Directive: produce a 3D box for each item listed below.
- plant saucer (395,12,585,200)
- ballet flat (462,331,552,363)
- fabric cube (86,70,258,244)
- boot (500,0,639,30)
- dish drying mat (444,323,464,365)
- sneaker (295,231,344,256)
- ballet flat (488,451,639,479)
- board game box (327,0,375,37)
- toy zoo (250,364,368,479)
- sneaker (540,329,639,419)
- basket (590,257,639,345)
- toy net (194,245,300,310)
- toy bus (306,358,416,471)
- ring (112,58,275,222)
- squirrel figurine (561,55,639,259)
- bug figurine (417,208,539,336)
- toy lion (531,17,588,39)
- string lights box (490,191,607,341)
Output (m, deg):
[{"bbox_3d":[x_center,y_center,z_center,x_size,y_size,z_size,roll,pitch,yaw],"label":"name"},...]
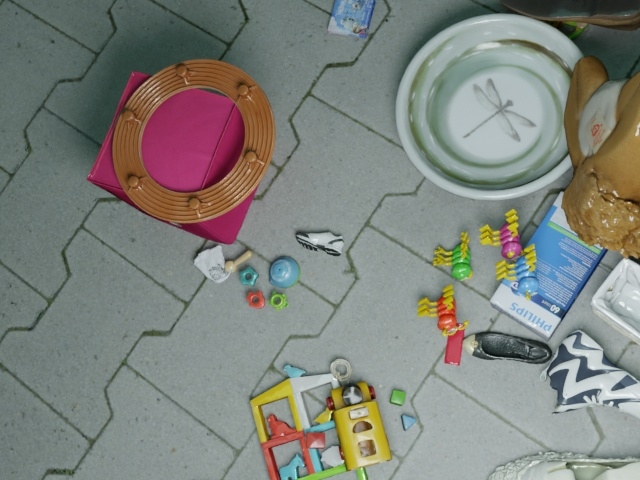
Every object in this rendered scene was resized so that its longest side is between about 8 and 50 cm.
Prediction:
[{"bbox_3d":[0.357,-0.263,1.716,0.401,0.100,0.400,-3,76,13],"label":"plant saucer"},{"bbox_3d":[0.364,0.207,1.630,0.173,0.049,0.057,4,77,15],"label":"ballet flat"},{"bbox_3d":[-0.287,-0.167,1.772,0.254,0.258,0.259,20,83,16],"label":"fabric cube"},{"bbox_3d":[0.509,-0.477,1.696,0.305,0.115,0.112,18,86,27],"label":"boot"},{"bbox_3d":[0.270,0.208,1.676,0.032,0.008,0.083,8,79,15],"label":"dish drying mat"},{"bbox_3d":[0.000,0.000,1.781,0.109,0.040,0.043,17,65,14],"label":"sneaker"},{"bbox_3d":[0.489,0.436,1.500,0.409,0.147,0.146,-7,76,12],"label":"ballet flat"},{"bbox_3d":[0.070,-0.507,1.886,0.090,0.020,0.090,11,80,17],"label":"board game box"},{"bbox_3d":[-0.027,0.395,1.694,0.192,0.030,0.293,-20,73,9],"label":"toy zoo"},{"bbox_3d":[0.511,0.296,1.551,0.153,0.094,0.235,-45,71,2],"label":"sneaker"},{"bbox_3d":[0.602,0.128,1.561,0.167,0.103,0.113,37,88,18],"label":"basket"},{"bbox_3d":[-0.163,0.080,1.798,0.232,0.045,0.122,9,81,18],"label":"toy net"},{"bbox_3d":[0.073,0.345,1.615,0.202,0.104,0.191,29,74,8],"label":"toy bus"},{"bbox_3d":[-0.252,-0.199,1.620,0.337,0.032,0.336,-3,76,14],"label":"ring"},{"bbox_3d":[0.651,-0.127,1.513,0.371,0.281,0.396,12,93,-14],"label":"squirrel figurine"},{"bbox_3d":[0.316,0.063,1.606,0.279,0.072,0.216,-31,37,38],"label":"bug figurine"},{"bbox_3d":[0.500,-0.460,1.765,0.096,0.034,0.100,-36,72,11],"label":"toy lion"},{"bbox_3d":[0.458,0.051,1.629,0.133,0.077,0.259,33,87,19],"label":"string lights box"}]
